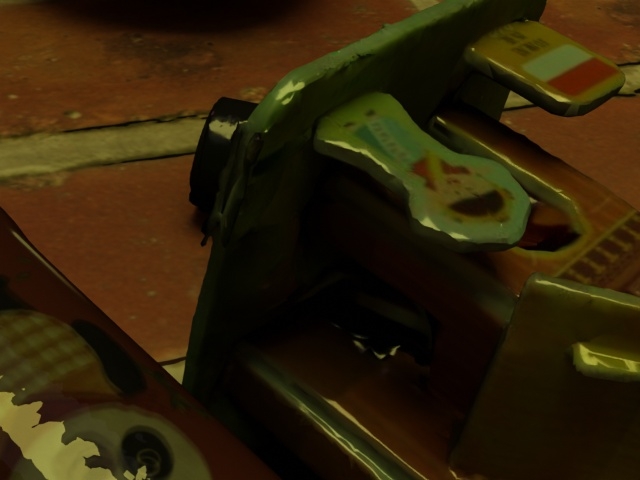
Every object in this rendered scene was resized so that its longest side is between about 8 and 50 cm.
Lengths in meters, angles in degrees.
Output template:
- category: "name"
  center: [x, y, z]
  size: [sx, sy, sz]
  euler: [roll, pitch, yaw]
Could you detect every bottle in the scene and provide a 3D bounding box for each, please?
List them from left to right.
- category: "bottle"
  center: [-0.072, 0.122, 0.430]
  size: [0.336, 0.144, 0.144]
  euler: [38, 43, 19]

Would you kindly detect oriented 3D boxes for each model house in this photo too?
- category: "model house"
  center: [0.154, 0.081, 0.539]
  size: [0.323, 0.300, 0.340]
  euler: [37, 43, 23]

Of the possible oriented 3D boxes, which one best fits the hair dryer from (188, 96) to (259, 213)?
- category: "hair dryer"
  center: [0.000, 0.000, 0.753]
  size: [0.197, 0.089, 0.251]
  euler: [14, 33, 4]
